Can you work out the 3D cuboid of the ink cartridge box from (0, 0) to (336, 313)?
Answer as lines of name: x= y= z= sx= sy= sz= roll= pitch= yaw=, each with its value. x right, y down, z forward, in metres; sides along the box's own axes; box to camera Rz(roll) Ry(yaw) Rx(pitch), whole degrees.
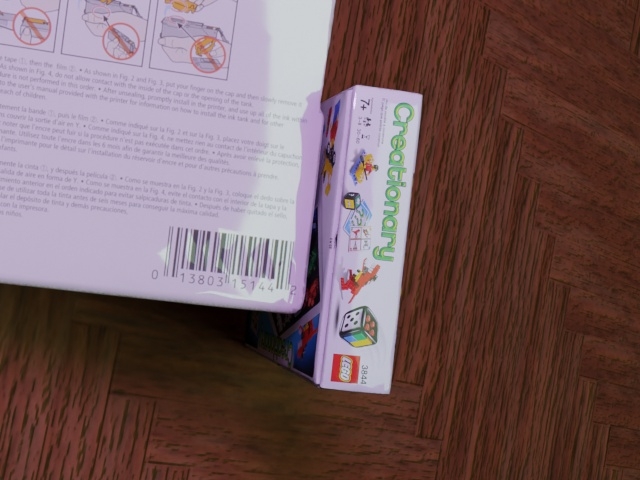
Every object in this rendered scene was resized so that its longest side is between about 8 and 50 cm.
ink cartridge box: x=-0.144 y=-0.097 z=0.807 sx=0.296 sy=0.066 sz=0.261 roll=8 pitch=89 yaw=-17

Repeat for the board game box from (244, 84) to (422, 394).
board game box: x=0.000 y=0.000 z=0.932 sx=0.053 sy=0.305 sz=0.192 roll=7 pitch=89 yaw=-12
